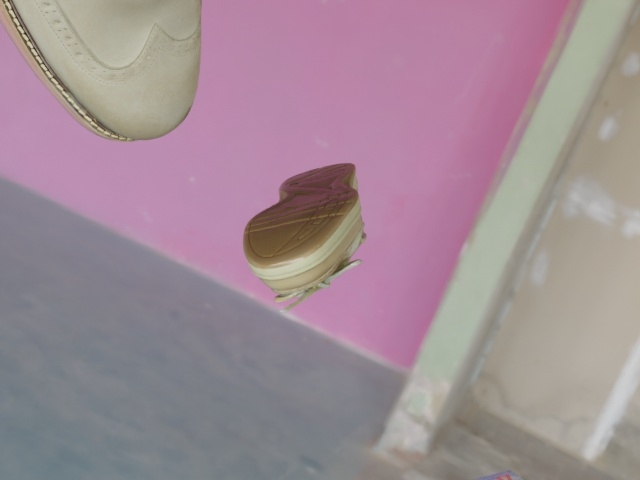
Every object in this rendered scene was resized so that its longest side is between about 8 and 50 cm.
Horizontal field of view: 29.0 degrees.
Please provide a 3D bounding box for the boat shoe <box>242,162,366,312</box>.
[{"bbox_3d":[0.000,0.000,1.146,0.104,0.089,0.285,-11,15,14],"label":"boat shoe"}]

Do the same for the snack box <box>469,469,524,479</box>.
[{"bbox_3d":[0.198,0.318,1.012,0.060,0.187,0.322,-14,4,-8],"label":"snack box"}]

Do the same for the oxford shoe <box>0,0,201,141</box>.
[{"bbox_3d":[-0.121,-0.203,0.746,0.146,0.397,0.140,31,57,32],"label":"oxford shoe"}]
